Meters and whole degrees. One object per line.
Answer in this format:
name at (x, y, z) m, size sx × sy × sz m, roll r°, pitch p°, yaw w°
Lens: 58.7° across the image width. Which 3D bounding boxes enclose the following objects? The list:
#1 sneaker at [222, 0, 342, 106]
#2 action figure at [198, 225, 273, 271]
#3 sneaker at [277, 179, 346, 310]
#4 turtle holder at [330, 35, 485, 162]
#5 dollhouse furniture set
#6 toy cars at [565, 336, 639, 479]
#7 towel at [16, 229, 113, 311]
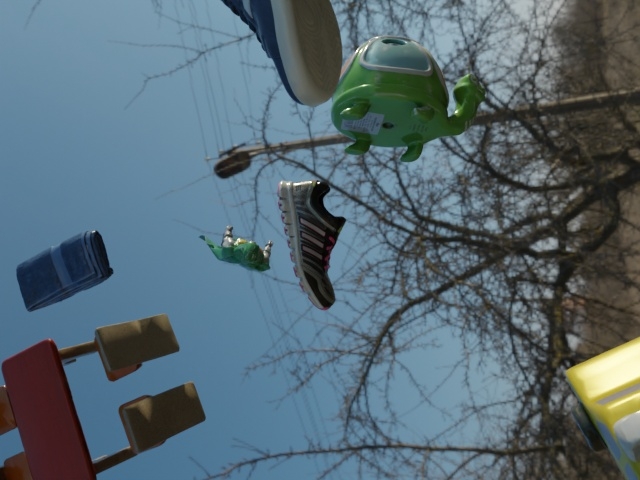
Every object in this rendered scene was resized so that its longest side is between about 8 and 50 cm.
sneaker at (-0.086, -0.313, 0.707) m, size 0.131 × 0.148 × 0.350 m, roll 0°, pitch -108°, yaw -61°
action figure at (-0.123, 0.016, 0.911) m, size 0.064 × 0.137 × 0.232 m, roll -68°, pitch 14°, yaw -3°
sneaker at (0.000, 0.000, 0.706) m, size 0.063 × 0.074 × 0.171 m, roll 22°, pitch -127°, yaw -81°
turtle holder at (0.185, -0.327, 1.255) m, size 0.243 × 0.320 × 0.228 m, roll 39°, pitch -127°, yaw -57°
dollhouse furniture set at (-0.249, 0.228, 0.555) m, size 0.135 × 0.262 × 0.259 m, roll -2°, pitch -112°, yaw -65°
toy cars at (0.176, 0.207, 0.309) m, size 0.087 × 0.176 × 0.394 m, roll 50°, pitch -122°, yaw -34°
towel at (-0.312, 0.037, 0.689) m, size 0.067 × 0.119 × 0.029 m, roll 68°, pitch -167°, yaw 8°
